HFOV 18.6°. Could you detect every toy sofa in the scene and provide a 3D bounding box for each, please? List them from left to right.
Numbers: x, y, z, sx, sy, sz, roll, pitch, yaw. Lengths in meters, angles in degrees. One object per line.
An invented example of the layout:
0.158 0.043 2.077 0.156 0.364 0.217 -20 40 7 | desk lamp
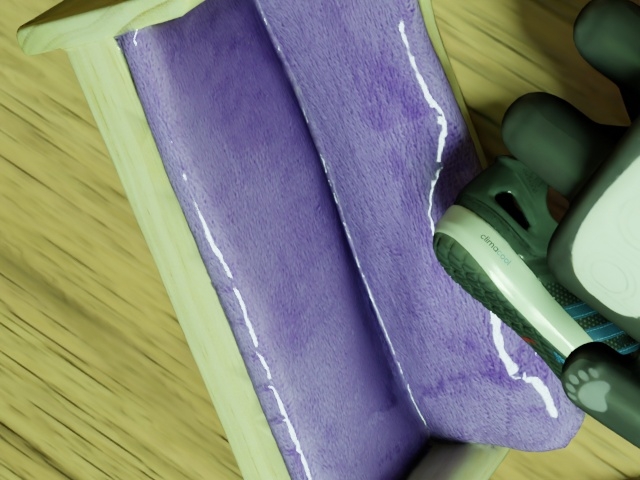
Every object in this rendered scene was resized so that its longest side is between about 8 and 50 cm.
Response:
0.000 0.000 1.073 0.177 0.150 0.362 -10 110 33 | toy sofa

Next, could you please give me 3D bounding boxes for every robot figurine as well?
0.222 -0.004 0.939 0.278 0.173 0.209 37 137 7 | robot figurine

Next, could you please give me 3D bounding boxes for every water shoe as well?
0.151 0.035 1.055 0.203 0.080 0.073 43 170 -25 | water shoe
